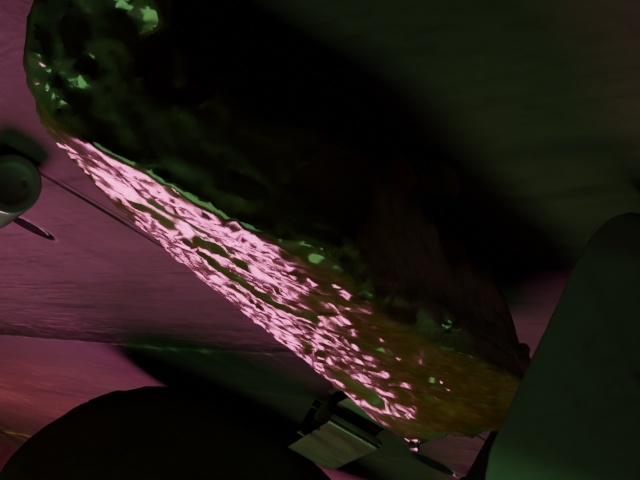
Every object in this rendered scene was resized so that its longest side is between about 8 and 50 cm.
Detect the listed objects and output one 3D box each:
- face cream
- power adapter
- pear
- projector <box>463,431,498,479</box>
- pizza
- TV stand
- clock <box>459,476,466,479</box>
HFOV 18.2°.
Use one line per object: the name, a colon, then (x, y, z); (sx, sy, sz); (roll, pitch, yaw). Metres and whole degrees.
face cream: (-0.184, -0.024, 1.132); (0.034, 0.034, 0.130); (30, 168, -12)
power adapter: (0.177, 0.079, 0.620); (0.205, 0.125, 0.130); (13, 160, 43)
pear: (-0.128, 0.241, 1.591); (0.321, 0.269, 0.269); (-6, 150, 34)
projector: (0.196, 0.201, 1.065); (0.256, 0.099, 0.192); (24, 156, 18)
pizza: (0.000, 0.000, 0.780); (0.182, 0.074, 0.365); (19, 164, 38)
TV stand: (0.019, 0.110, 1.236); (0.036, 0.042, 0.249); (32, 167, -2)
clock: (0.244, 0.249, 1.314); (0.279, 0.049, 0.273); (36, 164, -33)
